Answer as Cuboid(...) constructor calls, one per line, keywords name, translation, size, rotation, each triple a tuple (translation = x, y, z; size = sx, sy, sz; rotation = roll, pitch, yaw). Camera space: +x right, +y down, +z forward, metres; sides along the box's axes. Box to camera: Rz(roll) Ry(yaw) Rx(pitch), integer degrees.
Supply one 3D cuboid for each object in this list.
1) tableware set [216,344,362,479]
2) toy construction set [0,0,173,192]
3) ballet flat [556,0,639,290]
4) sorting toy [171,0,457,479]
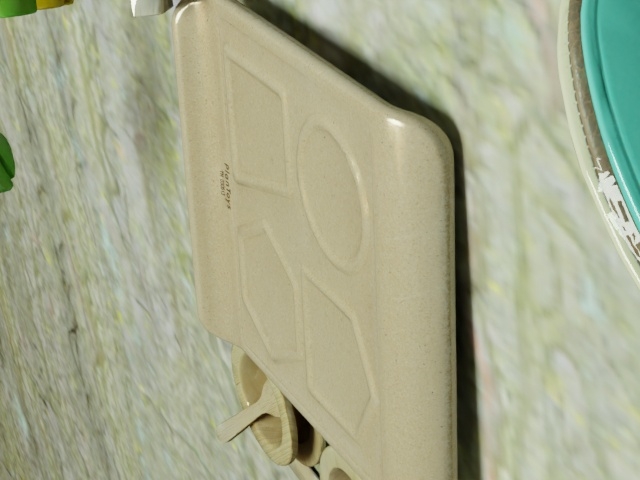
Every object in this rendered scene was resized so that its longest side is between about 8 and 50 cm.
Cuboid(name="tableware set", translation=(-0.005, 0.111, 0.860), size=(0.194, 0.039, 0.128), rotation=(46, 147, 49))
Cuboid(name="toy construction set", translation=(-0.157, -0.208, 0.847), size=(0.257, 0.237, 0.309), rotation=(42, -138, -71))
Cuboid(name="ballet flat", translation=(0.134, 0.030, 0.404), size=(0.248, 0.086, 0.086), rotation=(62, 157, 24))
Cuboid(name="sorting toy", translation=(0.000, 0.000, 0.762), size=(0.208, 0.038, 0.193), rotation=(36, 136, 51))
